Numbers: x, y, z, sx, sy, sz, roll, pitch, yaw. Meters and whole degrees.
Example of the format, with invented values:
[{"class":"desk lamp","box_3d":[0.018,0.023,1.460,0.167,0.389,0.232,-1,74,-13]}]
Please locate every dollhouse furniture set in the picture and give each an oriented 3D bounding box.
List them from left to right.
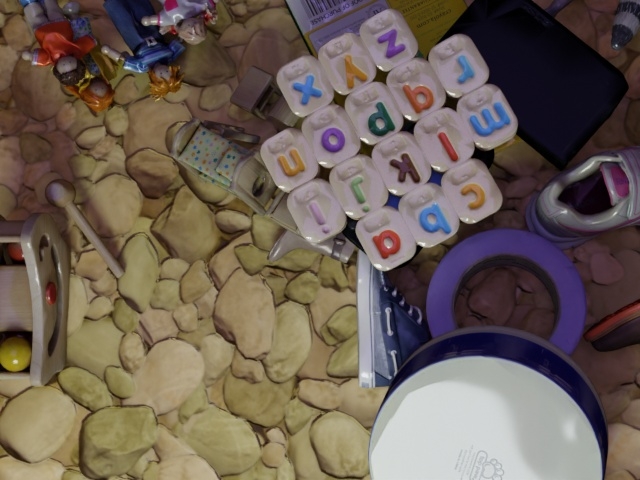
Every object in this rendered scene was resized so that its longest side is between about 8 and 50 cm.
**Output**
[{"class":"dollhouse furniture set","box_3d":[-0.062,-0.121,1.567,0.182,0.101,0.161,29,83,29]}]

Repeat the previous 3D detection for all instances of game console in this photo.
[{"class":"game console","box_3d":[0.177,-0.115,1.513,0.213,0.044,0.361,40,89,8]}]

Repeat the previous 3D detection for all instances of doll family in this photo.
[{"class":"doll family","box_3d":[-0.256,-0.254,1.651,0.263,0.118,0.163,-21,70,-16]}]

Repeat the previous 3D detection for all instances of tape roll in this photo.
[{"class":"tape roll","box_3d":[0.222,0.084,1.532,0.189,0.080,0.189,-1,80,7]}]

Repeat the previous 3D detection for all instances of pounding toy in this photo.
[{"class":"pounding toy","box_3d":[-0.335,0.045,1.567,0.155,0.154,0.269,0,80,7]}]

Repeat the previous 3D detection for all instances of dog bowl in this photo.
[{"class":"dog bowl","box_3d":[0.190,0.236,1.442,0.265,0.104,0.265,4,105,14]}]

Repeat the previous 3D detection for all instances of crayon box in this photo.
[{"class":"crayon box","box_3d":[0.106,-0.217,1.601,0.202,0.081,0.318,-25,78,2]}]

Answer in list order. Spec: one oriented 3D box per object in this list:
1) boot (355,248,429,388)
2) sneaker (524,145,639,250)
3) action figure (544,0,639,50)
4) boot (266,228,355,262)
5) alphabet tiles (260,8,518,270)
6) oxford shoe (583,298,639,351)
[{"class":"boot","box_3d":[0.088,0.085,1.560,0.086,0.069,0.190,-1,87,-1]},{"class":"sneaker","box_3d":[0.372,-0.062,1.525,0.252,0.111,0.103,-22,78,2]},{"class":"action figure","box_3d":[0.471,-0.340,1.539,0.341,0.178,0.330,32,94,13]},{"class":"boot","box_3d":[0.000,0.000,1.596,0.087,0.042,0.118,36,92,4]},{"class":"alphabet tiles","box_3d":[0.079,-0.119,1.492,0.284,0.021,0.278,-29,78,3]},{"class":"oxford shoe","box_3d":[0.448,0.096,1.497,0.271,0.097,0.098,-17,84,3]}]
